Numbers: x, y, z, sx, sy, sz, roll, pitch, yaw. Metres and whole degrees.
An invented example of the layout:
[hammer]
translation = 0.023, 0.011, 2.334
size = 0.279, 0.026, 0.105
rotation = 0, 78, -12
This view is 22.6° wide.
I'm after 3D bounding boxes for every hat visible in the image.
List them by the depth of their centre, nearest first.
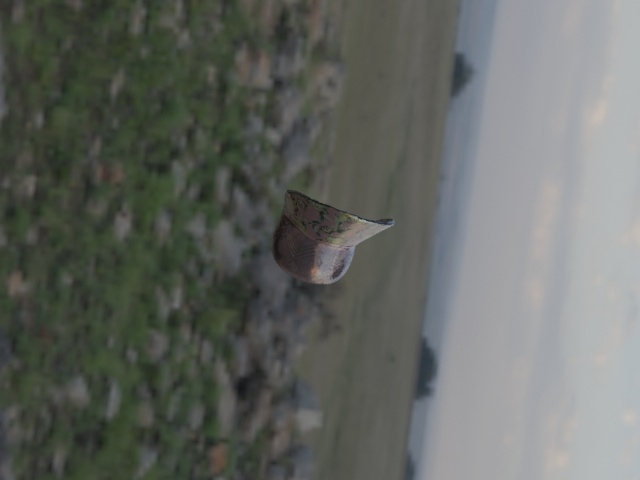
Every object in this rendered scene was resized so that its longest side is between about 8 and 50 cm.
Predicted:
[hat]
translation = 0.001, 0.001, 0.840
size = 0.087, 0.058, 0.042
rotation = 177, -72, -69
